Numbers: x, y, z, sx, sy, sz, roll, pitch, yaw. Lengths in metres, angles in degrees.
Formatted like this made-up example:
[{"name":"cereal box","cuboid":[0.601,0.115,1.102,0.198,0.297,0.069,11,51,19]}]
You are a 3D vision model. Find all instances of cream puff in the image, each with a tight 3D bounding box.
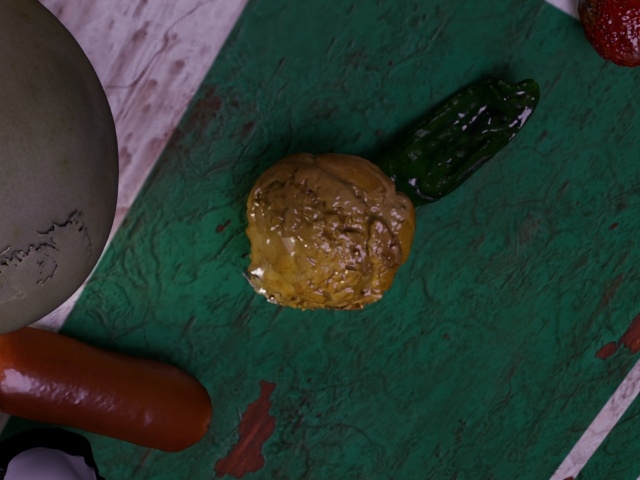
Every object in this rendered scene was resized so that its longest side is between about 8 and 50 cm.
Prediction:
[{"name":"cream puff","cuboid":[0.000,0.000,1.268,0.189,0.129,0.189,13,133,14]}]

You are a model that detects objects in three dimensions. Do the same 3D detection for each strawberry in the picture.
[{"name":"strawberry","cuboid":[0.324,-0.237,1.341,0.106,0.106,0.106,-15,128,-20]}]

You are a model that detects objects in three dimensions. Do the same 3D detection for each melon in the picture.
[{"name":"melon","cuboid":[-0.293,-0.057,0.991,0.268,0.268,0.330,-17,137,-19]}]

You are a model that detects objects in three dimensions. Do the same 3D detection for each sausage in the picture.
[{"name":"sausage","cuboid":[-0.239,0.155,1.295,0.300,0.083,0.089,20,108,-37]}]

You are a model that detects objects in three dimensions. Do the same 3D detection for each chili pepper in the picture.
[{"name":"chili pepper","cuboid":[0.125,-0.095,1.343,0.257,0.074,0.100,-36,130,-9]}]

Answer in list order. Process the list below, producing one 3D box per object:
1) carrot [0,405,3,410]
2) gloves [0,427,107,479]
[{"name":"carrot","cuboid":[-0.423,0.191,1.162,0.225,0.159,0.159,22,113,-5]},{"name":"gloves","cuboid":[-0.287,0.241,1.295,0.129,0.181,0.106,-16,96,-20]}]
